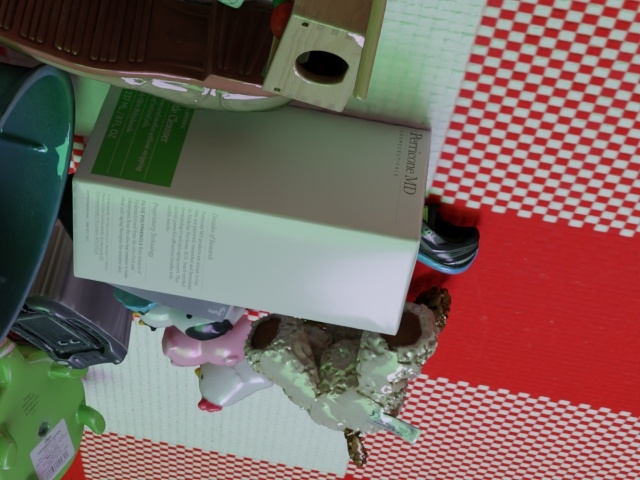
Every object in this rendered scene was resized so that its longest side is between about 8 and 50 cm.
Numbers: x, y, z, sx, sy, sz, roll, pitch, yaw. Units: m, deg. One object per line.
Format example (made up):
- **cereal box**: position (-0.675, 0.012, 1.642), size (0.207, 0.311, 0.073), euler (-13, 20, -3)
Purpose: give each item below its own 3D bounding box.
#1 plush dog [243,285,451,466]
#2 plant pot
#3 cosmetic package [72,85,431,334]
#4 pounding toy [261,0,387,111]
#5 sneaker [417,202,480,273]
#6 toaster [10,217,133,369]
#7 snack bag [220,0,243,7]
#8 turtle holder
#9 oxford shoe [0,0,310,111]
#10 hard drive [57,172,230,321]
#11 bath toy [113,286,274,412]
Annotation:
- **plush dog**: position (0.062, 0.149, 1.849), size (0.263, 0.225, 0.210), euler (-5, 119, 25)
- **plant pot**: position (-0.475, -0.065, 1.467), size (0.334, 0.341, 0.341), euler (16, 151, 4)
- **cosmetic package**: position (-0.072, -0.040, 1.551), size (0.366, 0.197, 0.155), euler (9, 133, 0)
- **pounding toy**: position (0.008, -0.208, 1.267), size (0.094, 0.181, 0.206), euler (16, 150, -8)
- **sneaker**: position (0.107, -0.021, 1.703), size (0.188, 0.067, 0.078), euler (19, 129, -11)
- **toaster**: position (-0.346, 0.068, 1.909), size (0.129, 0.146, 0.227), euler (-11, 145, 33)
- **snack bag**: position (-0.145, -0.352, 1.213), size (0.323, 0.037, 0.342), euler (22, 149, -19)
- **turtle holder**: position (-0.517, 0.268, 2.230), size (0.228, 0.243, 0.320), euler (15, 165, 28)
- **oxford shoe**: position (-0.185, -0.188, 1.433), size (0.348, 0.123, 0.130), euler (14, 156, -5)
- **hard drive**: position (-0.214, 0.006, 1.719), size (0.054, 0.172, 0.255), euler (-44, 147, 13)
- **bath toy**: position (-0.173, 0.133, 1.990), size (0.151, 0.129, 0.348), euler (34, 164, 32)
